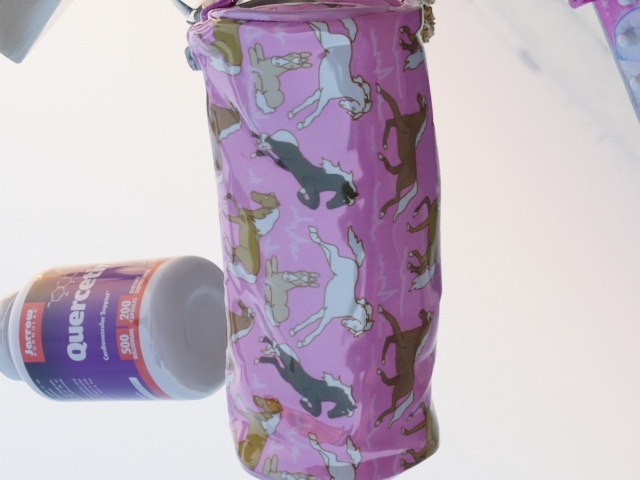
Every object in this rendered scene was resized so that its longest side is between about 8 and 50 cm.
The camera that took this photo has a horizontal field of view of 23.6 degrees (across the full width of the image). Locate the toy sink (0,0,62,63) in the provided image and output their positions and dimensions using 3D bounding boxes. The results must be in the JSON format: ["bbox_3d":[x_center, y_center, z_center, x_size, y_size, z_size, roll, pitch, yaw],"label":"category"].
[{"bbox_3d":[-0.330,-0.333,1.754,0.131,0.153,0.234,35,-153,-10],"label":"toy sink"}]

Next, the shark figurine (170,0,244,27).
[{"bbox_3d":[-0.086,-0.239,1.656,0.166,0.116,0.278,58,177,-19],"label":"shark figurine"}]

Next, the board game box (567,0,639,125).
[{"bbox_3d":[0.384,-0.122,1.254,0.390,0.050,0.390,-11,105,60],"label":"board game box"}]

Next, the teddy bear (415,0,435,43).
[{"bbox_3d":[0.023,-0.345,1.591,0.338,0.113,0.245,47,165,36],"label":"teddy bear"}]

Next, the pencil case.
[{"bbox_3d":[0.000,0.000,1.138,0.167,0.160,0.386,21,122,51],"label":"pencil case"}]

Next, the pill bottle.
[{"bbox_3d":[-0.270,0.117,1.962,0.181,0.322,0.182,11,-104,-55],"label":"pill bottle"}]
